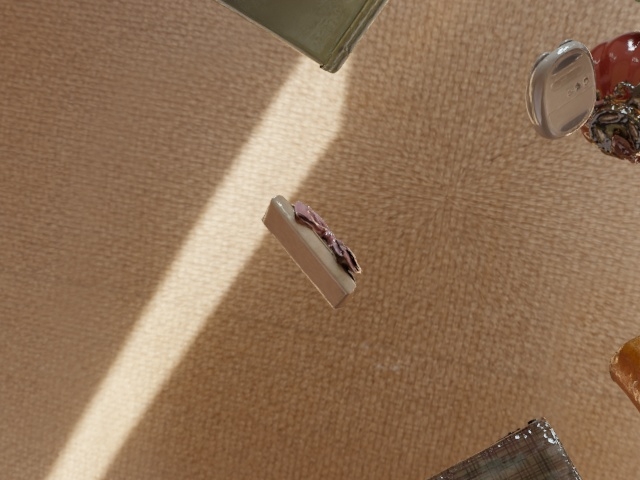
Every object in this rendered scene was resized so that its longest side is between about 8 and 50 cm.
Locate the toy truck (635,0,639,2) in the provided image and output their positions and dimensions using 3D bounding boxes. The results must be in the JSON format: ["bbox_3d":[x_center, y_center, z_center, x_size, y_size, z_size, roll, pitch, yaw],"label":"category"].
[{"bbox_3d":[0.622,-0.413,1.103,0.278,0.156,0.155,20,87,31],"label":"toy truck"}]

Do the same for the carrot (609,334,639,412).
[{"bbox_3d":[0.695,0.302,1.296,0.214,0.331,0.193,-10,120,-7],"label":"carrot"}]

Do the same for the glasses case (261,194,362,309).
[{"bbox_3d":[0.000,0.000,1.107,0.070,0.102,0.193,-36,80,-26],"label":"glasses case"}]

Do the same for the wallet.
[{"bbox_3d":[0.141,0.273,0.691,0.230,0.042,0.124,-29,60,4],"label":"wallet"}]

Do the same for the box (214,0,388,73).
[{"bbox_3d":[-0.025,-0.541,1.352,0.343,0.178,0.352,25,136,-18],"label":"box"}]

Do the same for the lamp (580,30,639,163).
[{"bbox_3d":[0.524,-0.231,1.213,0.226,0.227,0.227,1,93,10],"label":"lamp"}]

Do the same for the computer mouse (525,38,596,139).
[{"bbox_3d":[0.211,-0.135,0.657,0.066,0.039,0.096,-33,132,-9],"label":"computer mouse"}]
